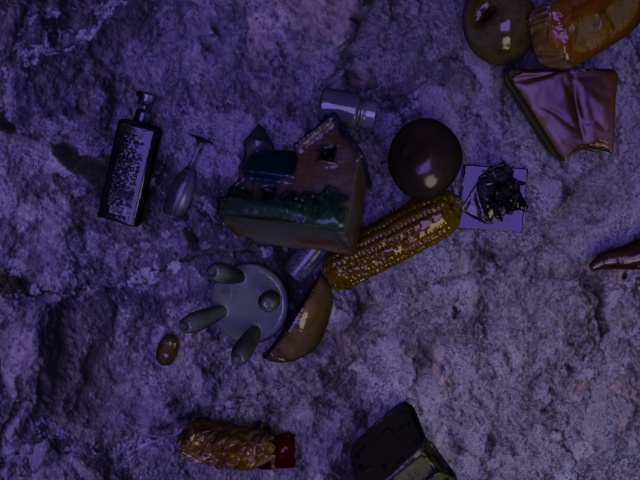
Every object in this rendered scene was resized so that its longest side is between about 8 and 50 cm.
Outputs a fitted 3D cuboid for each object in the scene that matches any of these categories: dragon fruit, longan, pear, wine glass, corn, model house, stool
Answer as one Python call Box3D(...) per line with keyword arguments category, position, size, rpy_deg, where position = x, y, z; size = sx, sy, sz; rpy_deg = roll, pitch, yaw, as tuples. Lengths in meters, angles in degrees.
Box3D(category="dragon fruit", position=(-0.124, 0.532, 1.950), size=(0.131, 0.063, 0.097), rpy_deg=(-6, 98, 4))
Box3D(category="longan", position=(0.231, -0.180, 1.758), size=(0.167, 0.187, 0.167), rpy_deg=(13, 141, 11))
Box3D(category="pear", position=(0.389, -0.468, 1.714), size=(0.167, 0.136, 0.167), rpy_deg=(-9, 78, 45))
Box3D(category="wine glass", position=(-0.315, -0.149, 1.853), size=(0.066, 0.066, 0.198), rpy_deg=(23, 100, 0))
Box3D(category="corn", position=(0.167, -0.001, 1.821), size=(0.363, 0.120, 0.120), rpy_deg=(-32, 96, 8))
Box3D(category="model house", position=(-0.048, -0.142, 1.744), size=(0.312, 0.245, 0.280), rpy_deg=(8, 75, 15))
Box3D(category="model house", position=(0.234, 0.572, 1.887), size=(0.204, 0.218, 0.279), rpy_deg=(-40, 108, 9))
Box3D(category="stool", position=(-0.189, 0.153, 1.814), size=(0.195, 0.198, 0.195), rpy_deg=(30, 98, 10))

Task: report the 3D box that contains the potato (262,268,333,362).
Box3D(category="potato", position=(-0.031, 0.210, 1.870), size=(0.100, 0.120, 0.261), rpy_deg=(33, 100, -8))

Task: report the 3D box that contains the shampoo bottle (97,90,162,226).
Box3D(category="shampoo bottle", position=(-0.437, -0.194, 1.849), size=(0.098, 0.071, 0.310), rpy_deg=(16, 100, 2))

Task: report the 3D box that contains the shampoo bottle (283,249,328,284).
Box3D(category="shampoo bottle", position=(0.000, 0.000, 1.856), size=(0.072, 0.072, 0.214), rpy_deg=(39, 99, -3))

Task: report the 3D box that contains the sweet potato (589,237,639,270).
Box3D(category="sweet potato", position=(0.738, 0.025, 1.817), size=(0.243, 0.077, 0.077), rpy_deg=(-16, 98, 14))

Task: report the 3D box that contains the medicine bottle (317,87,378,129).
Box3D(category="medicine bottle", position=(0.062, -0.297, 1.798), size=(0.130, 0.080, 0.080), rpy_deg=(13, 100, 1))

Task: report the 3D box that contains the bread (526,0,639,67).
Box3D(category="bread", position=(0.558, -0.471, 1.659), size=(0.288, 0.119, 0.153), rpy_deg=(-32, 110, -26))

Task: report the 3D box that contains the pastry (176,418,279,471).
Box3D(category="pastry", position=(-0.215, 0.493, 1.906), size=(0.249, 0.154, 0.103), rpy_deg=(3, 89, 13))

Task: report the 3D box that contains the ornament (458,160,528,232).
Box3D(category="ornament", position=(0.397, -0.092, 1.754), size=(0.153, 0.196, 0.167), rpy_deg=(3, 98, 2))

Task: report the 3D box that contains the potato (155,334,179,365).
Box3D(category="potato", position=(-0.374, 0.268, 1.935), size=(0.051, 0.040, 0.083), rpy_deg=(22, 102, -10))

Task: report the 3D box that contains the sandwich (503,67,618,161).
Box3D(category="sandwich", position=(0.515, -0.274, 1.736), size=(0.227, 0.155, 0.199), rpy_deg=(2, 99, 3))
